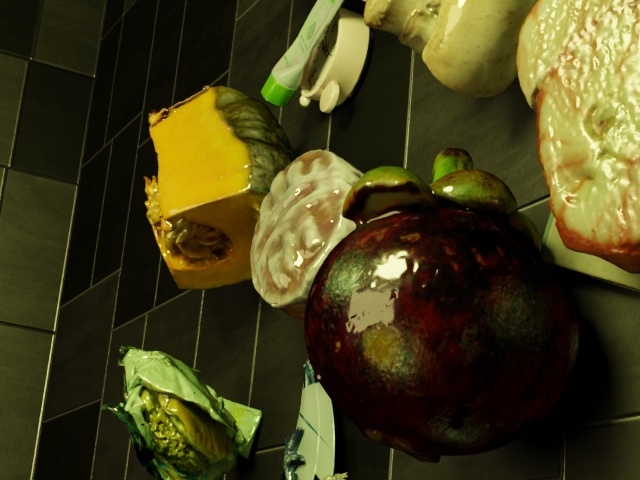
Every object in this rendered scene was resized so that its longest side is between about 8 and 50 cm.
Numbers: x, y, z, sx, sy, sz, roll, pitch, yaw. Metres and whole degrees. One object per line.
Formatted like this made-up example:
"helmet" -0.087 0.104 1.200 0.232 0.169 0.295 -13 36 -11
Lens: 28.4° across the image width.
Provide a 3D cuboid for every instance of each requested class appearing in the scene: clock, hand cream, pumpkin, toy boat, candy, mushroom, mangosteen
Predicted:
"clock" 0.023 -0.290 2.007 0.155 0.063 0.229 129 150 -46
"hand cream" -0.008 -0.332 1.980 0.079 0.050 0.275 50 121 32
"pumpkin" -0.157 -0.078 2.049 0.303 0.256 0.225 94 169 -57
"toy boat" -0.023 0.312 1.793 0.210 0.070 0.291 -51 31 35
"candy" 0.000 0.000 1.793 0.214 0.157 0.289 -47 28 23
"mushroom" 0.170 -0.311 1.538 0.254 0.195 0.189 -108 38 -55
"mangosteen" 0.127 0.078 1.334 0.311 0.311 0.311 -40 43 52

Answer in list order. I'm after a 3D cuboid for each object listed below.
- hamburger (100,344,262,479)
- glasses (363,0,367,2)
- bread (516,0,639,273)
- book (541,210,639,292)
"hamburger" -0.202 0.274 1.974 0.150 0.260 0.276 -35 21 14
"glasses" 0.098 -0.404 1.797 0.255 0.095 0.162 32 112 36
"bread" 0.327 -0.138 1.183 0.295 0.114 0.328 -32 52 42
"book" 0.325 -0.095 1.313 0.215 0.025 0.283 23 98 64
